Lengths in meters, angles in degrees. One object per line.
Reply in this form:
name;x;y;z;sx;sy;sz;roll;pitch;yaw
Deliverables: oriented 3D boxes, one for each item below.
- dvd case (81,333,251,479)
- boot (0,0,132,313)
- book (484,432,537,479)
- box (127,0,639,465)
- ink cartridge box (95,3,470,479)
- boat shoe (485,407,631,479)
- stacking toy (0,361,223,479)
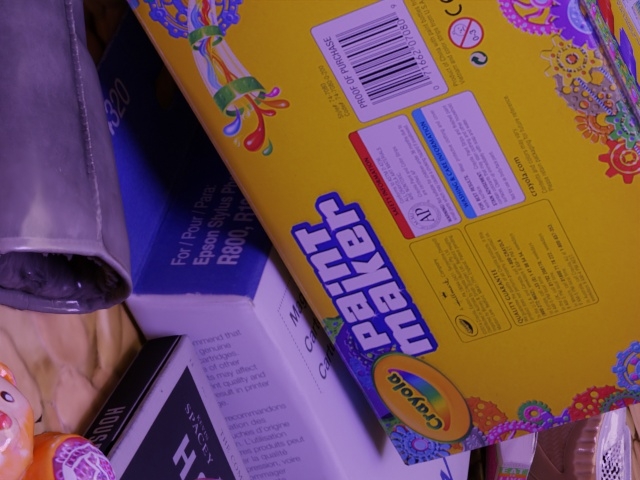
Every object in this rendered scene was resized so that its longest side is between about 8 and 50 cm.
dvd case;-0.064;0.169;0.720;0.239;0.029;0.179;-61;133;-61
boot;-0.131;-0.089;0.681;0.189;0.076;0.209;33;53;-59
book;0.119;0.120;1.163;0.144;0.035;0.096;90;5;-65
box;0.072;-0.104;0.877;0.290;0.177;0.279;60;25;-26
ink cartridge box;0.000;0.000;0.957;0.324;0.071;0.330;-75;146;-53
boat shoe;0.169;0.153;1.270;0.096;0.098;0.277;46;44;-54
stacking toy;-0.037;0.142;0.598;0.302;0.165;0.175;50;40;-22
